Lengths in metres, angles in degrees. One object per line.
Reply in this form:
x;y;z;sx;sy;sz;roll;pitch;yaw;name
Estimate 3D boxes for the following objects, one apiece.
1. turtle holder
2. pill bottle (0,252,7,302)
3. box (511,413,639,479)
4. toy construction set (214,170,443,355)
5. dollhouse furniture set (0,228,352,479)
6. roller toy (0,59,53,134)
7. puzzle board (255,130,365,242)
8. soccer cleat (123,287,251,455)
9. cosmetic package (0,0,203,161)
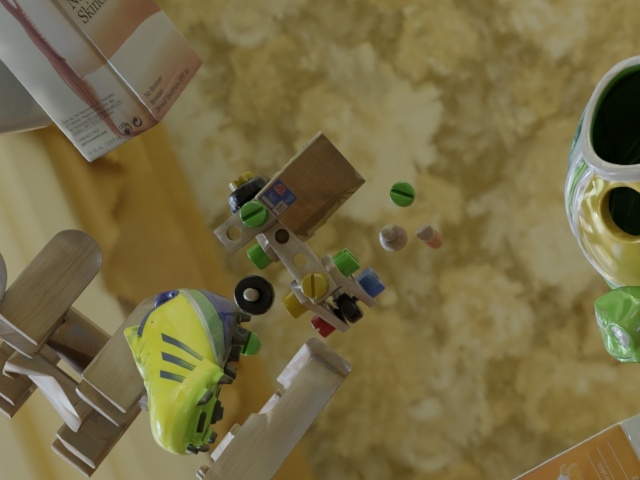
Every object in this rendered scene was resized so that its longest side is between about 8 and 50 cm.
0.335;-0.041;1.736;0.320;0.243;0.227;-51;-43;-4;turtle holder
-0.443;0.043;2.010;0.160;0.087;0.087;0;9;28;pill bottle
0.333;0.403;2.370;0.345;0.215;0.168;-33;-13;24;box
0.000;0.000;2.394;0.308;0.258;0.237;-12;-8;8;toy construction set
-0.203;0.157;2.226;0.256;0.394;0.362;-52;-2;-25;dollhouse furniture set
-0.428;-0.185;2.195;0.191;0.146;0.209;-14;5;-34;roller toy
-0.011;-0.056;1.868;0.096;0.011;0.128;-44;-31;1;puzzle board
-0.145;0.128;1.752;0.121;0.093;0.289;16;21;0;soccer cleat
-0.291;-0.259;2.045;0.129;0.296;0.153;-25;24;37;cosmetic package
